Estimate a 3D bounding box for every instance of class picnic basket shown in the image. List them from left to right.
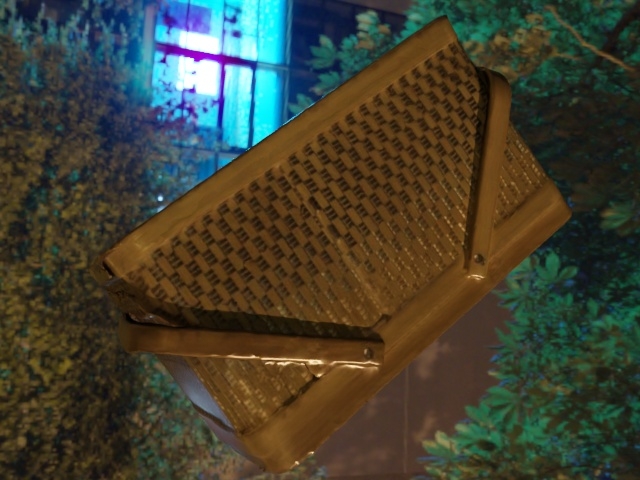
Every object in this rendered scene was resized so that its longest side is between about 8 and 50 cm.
[{"bbox_3d":[0.000,0.000,0.428,0.139,0.266,0.165,55,-21,-7],"label":"picnic basket"}]
